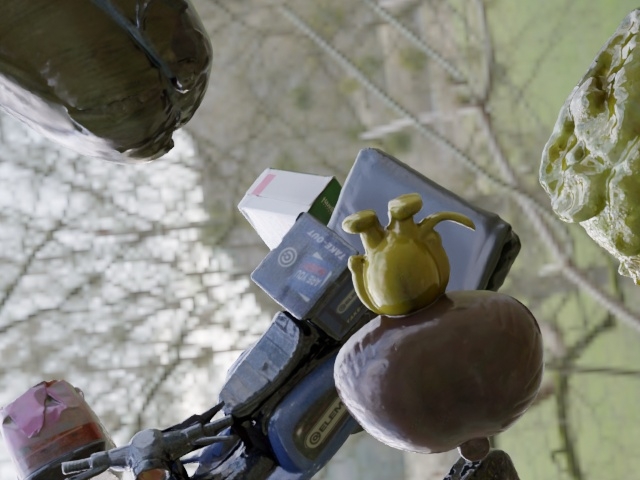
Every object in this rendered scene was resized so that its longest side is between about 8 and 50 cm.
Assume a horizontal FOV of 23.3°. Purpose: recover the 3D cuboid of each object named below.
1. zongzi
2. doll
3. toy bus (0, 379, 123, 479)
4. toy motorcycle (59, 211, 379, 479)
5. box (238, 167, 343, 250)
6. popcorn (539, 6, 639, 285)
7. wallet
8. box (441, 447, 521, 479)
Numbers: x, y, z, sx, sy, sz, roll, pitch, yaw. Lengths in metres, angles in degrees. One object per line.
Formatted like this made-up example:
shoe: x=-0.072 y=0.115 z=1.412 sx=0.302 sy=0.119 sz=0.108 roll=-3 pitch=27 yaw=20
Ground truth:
zongzi: x=-0.303 y=-0.163 z=1.169 sx=0.356 sy=0.393 sz=0.174 roll=55 pitch=164 yaw=8
doll: x=0.084 y=0.061 z=1.073 sx=0.096 sy=0.145 sz=0.188 roll=-109 pitch=21 yaw=-83
toy bus: x=-0.346 y=0.283 z=2.082 sx=0.147 sy=0.128 sz=0.302 roll=61 pitch=172 yaw=16
toy motorcycle: x=-0.070 y=0.162 z=1.423 sx=0.125 sy=0.358 sz=0.212 roll=37 pitch=175 yaw=40
box: x=0.000 y=0.000 z=2.056 sx=0.081 sy=0.135 sz=0.199 roll=-51 pitch=-52 yaw=-24
popcorn: x=0.396 y=-0.101 z=1.649 sx=0.312 sy=0.312 sz=0.312 roll=-5 pitch=-90 yaw=-82
wallet: x=0.110 y=0.006 z=1.819 sx=0.052 sy=0.245 sz=0.168 roll=6 pitch=-68 yaw=-52
box: x=0.183 y=0.488 z=1.966 sx=0.359 sy=0.091 sz=0.350 roll=-49 pitch=-52 yaw=-33
